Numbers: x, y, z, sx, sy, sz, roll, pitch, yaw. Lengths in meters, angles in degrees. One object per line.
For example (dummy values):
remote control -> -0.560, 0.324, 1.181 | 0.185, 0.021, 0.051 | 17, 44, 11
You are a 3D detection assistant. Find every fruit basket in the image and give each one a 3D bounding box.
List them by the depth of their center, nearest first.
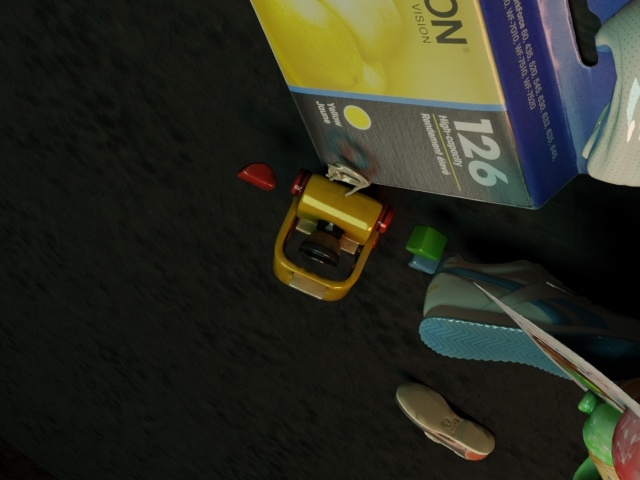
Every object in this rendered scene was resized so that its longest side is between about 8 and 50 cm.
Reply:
fruit basket -> 0.291, 0.194, 0.846 | 0.353, 0.165, 0.327 | 34, -176, -45

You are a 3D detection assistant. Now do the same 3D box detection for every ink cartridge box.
ink cartridge box -> 0.090, -0.159, 0.841 | 0.307, 0.072, 0.303 | 12, 140, 38

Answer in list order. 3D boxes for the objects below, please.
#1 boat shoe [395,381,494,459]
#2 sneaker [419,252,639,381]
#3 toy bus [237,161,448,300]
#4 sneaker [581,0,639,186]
boat shoe -> 0.147, 0.222, 1.295 | 0.137, 0.049, 0.043 | 32, 151, 0
sneaker -> 0.212, 0.069, 0.999 | 0.229, 0.092, 0.087 | 12, 144, 4
toy bus -> 0.004, 0.004, 1.045 | 0.191, 0.104, 0.202 | 13, 166, 46
sneaker -> 0.304, -0.038, 0.722 | 0.236, 0.130, 0.322 | 6, 136, 43
